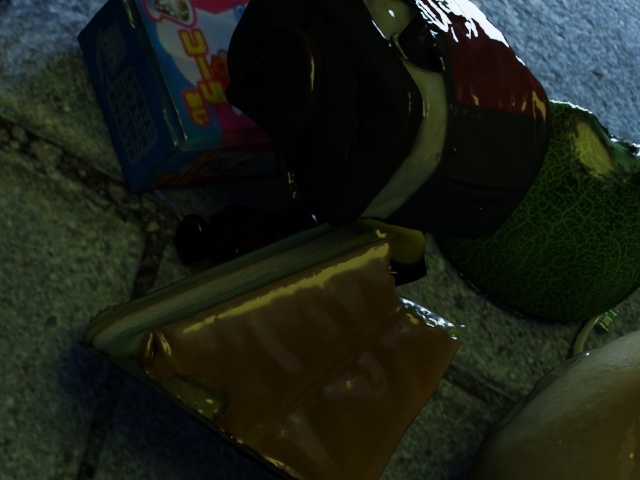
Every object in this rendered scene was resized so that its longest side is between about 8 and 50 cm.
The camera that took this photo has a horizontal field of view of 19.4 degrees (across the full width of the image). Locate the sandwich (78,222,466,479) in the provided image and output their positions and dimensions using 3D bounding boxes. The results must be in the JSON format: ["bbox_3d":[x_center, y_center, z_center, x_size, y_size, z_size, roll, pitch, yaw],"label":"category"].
[{"bbox_3d":[-0.032,0.064,1.449,0.227,0.155,0.198,36,81,-19],"label":"sandwich"}]

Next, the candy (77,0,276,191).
[{"bbox_3d":[-0.045,-0.143,1.644,0.306,0.100,0.157,-10,72,-38],"label":"candy"}]

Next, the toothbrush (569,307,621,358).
[{"bbox_3d":[0.222,0.140,1.738,0.026,0.022,0.263,37,49,1],"label":"toothbrush"}]

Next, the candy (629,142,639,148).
[{"bbox_3d":[0.298,-0.048,1.842,0.199,0.106,0.094,15,41,-23],"label":"candy"}]

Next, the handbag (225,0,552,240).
[{"bbox_3d":[0.048,-0.123,1.479,0.181,0.181,0.254,6,36,-38],"label":"handbag"}]

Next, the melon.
[{"bbox_3d":[0.220,-0.021,1.718,0.265,0.169,0.129,30,54,-14],"label":"melon"}]

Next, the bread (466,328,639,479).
[{"bbox_3d":[0.309,0.261,1.569,0.348,0.253,0.376,-12,77,-43],"label":"bread"}]

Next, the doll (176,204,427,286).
[{"bbox_3d":[0.002,0.000,1.608,0.249,0.088,0.127,-7,75,-33],"label":"doll"}]
